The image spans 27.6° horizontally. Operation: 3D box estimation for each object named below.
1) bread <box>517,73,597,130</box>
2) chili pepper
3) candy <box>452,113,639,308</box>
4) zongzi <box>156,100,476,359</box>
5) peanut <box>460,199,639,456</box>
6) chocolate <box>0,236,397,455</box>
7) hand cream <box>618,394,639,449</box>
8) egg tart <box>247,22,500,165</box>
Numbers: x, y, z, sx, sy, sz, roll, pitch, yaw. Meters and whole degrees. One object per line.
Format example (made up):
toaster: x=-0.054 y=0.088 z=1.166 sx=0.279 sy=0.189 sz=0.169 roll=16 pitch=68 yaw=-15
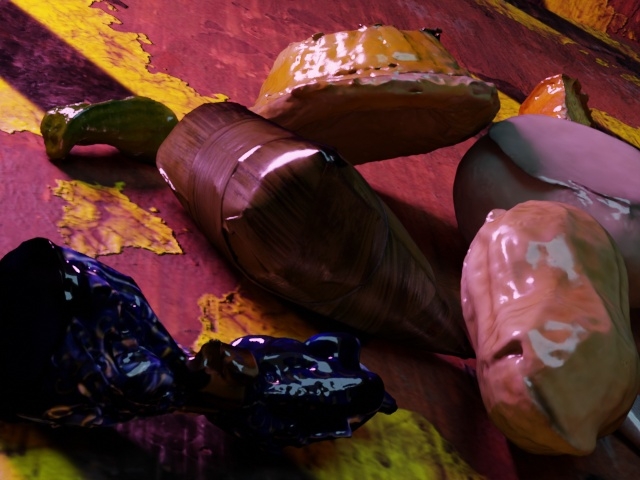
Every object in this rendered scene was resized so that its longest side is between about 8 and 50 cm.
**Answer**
bread: x=0.317 y=-0.083 z=1.689 sx=0.260 sy=0.134 sz=0.129 roll=53 pitch=29 yaw=-24
chili pepper: x=-0.198 y=-0.115 z=1.345 sx=0.072 sy=0.073 sz=0.204 roll=25 pitch=17 yaw=40
candy: x=0.280 y=-0.024 z=1.459 sx=0.295 sy=0.185 sz=0.295 roll=16 pitch=27 yaw=-9
zongzi: x=0.000 y=0.000 z=1.257 sx=0.300 sy=0.138 sz=0.286 roll=38 pitch=-2 yaw=-31
peanut: x=0.211 y=0.078 z=1.183 sx=0.158 sy=0.174 sz=0.340 roll=0 pitch=39 yaw=-2
chocolate: x=-0.076 y=0.100 z=0.956 sx=0.343 sy=0.126 sz=0.148 roll=19 pitch=-15 yaw=-32
hand cream: x=0.291 y=0.159 z=1.272 sx=0.067 sy=0.043 sz=0.209 roll=-6 pitch=43 yaw=-47
egg tart: x=0.044 y=-0.159 z=1.420 sx=0.315 sy=0.120 sz=0.315 roll=-8 pitch=-8 yaw=-1
